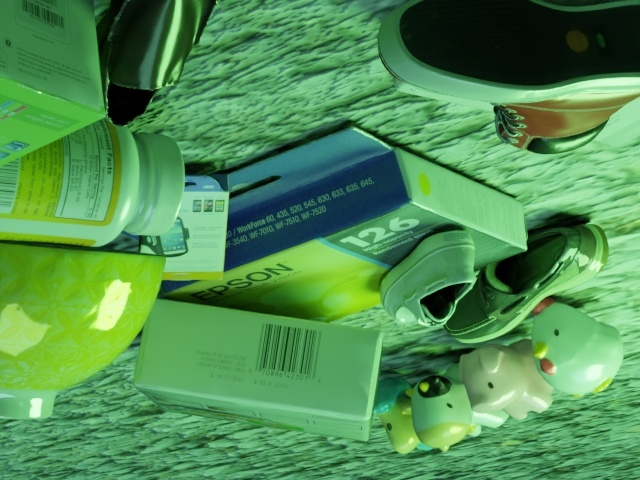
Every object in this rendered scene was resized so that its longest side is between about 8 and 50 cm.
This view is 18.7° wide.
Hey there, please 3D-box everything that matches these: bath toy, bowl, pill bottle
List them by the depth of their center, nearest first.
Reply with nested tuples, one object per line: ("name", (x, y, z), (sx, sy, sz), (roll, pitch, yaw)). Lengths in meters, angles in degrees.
("pill bottle", (-0.223, -0.055, 1.608), (0.208, 0.117, 0.117), (5, 156, -31))
("bowl", (-0.286, 0.074, 1.725), (0.289, 0.156, 0.289), (6, 180, 0))
("bath toy", (0.211, 0.165, 2.358), (0.129, 0.151, 0.348), (47, 139, -12))

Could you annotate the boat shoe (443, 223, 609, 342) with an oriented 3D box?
("boat shoe", (0.204, 0.039, 2.083), (0.073, 0.080, 0.223), (19, 142, -40))

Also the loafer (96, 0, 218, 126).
("loafer", (-0.120, -0.150, 1.447), (0.080, 0.078, 0.220), (-1, 159, -18))

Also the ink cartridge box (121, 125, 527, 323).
("ink cartridge box", (0.000, 0.000, 1.911), (0.304, 0.072, 0.307), (-20, 159, 31))

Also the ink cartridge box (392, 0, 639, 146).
("ink cartridge box", (0.243, -0.178, 1.526), (0.261, 0.066, 0.296), (11, 153, -38))

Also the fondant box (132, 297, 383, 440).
("fondant box", (-0.058, 0.142, 2.062), (0.238, 0.096, 0.330), (8, 170, 2))

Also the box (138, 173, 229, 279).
("box", (-0.128, -0.017, 1.812), (0.081, 0.028, 0.136), (0, 134, -7))

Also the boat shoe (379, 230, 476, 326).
("boat shoe", (0.110, 0.051, 1.910), (0.066, 0.063, 0.184), (0, 157, -24))

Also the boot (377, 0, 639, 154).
("boot", (0.132, -0.114, 1.460), (0.244, 0.088, 0.176), (0, 159, -24))

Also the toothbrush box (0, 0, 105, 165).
("toothbrush box", (-0.328, -0.118, 1.396), (0.283, 0.122, 0.206), (-23, 155, 33))
